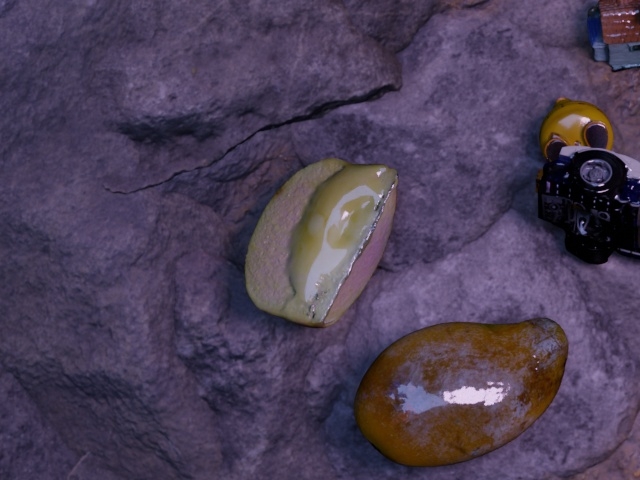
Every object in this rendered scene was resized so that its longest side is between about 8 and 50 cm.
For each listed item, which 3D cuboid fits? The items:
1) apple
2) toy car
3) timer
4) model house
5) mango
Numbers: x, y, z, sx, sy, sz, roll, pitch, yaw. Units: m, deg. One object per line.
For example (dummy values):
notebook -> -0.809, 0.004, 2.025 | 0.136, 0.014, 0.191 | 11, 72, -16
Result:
apple -> 0.000, 0.000, 1.758 | 0.193, 0.120, 0.265 | 23, 83, 32
toy car -> 0.436, -0.043, 1.603 | 0.301, 0.193, 0.118 | 17, 64, 21
timer -> 0.366, -0.151, 1.708 | 0.107, 0.109, 0.107 | 3, 108, 8
model house -> 0.452, -0.322, 1.677 | 0.148, 0.148, 0.120 | -4, 77, 13
mango -> 0.200, 0.203, 1.650 | 0.316, 0.146, 0.193 | -20, 75, -4
